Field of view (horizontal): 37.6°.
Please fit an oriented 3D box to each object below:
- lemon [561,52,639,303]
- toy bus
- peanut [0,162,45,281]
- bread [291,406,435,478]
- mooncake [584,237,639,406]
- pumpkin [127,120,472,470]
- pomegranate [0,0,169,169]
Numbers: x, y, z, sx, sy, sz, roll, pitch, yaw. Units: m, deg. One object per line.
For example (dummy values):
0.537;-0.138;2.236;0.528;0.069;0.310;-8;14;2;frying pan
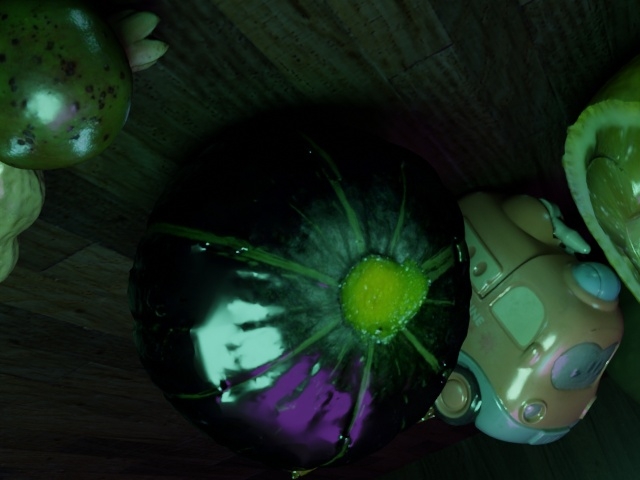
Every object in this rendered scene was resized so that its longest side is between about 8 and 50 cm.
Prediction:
0.441;-0.068;0.878;0.364;0.364;0.364;-18;157;-8;lemon
0.220;0.073;1.075;0.194;0.288;0.232;9;128;-46;toy bus
-0.247;-0.029;0.683;0.082;0.082;0.187;-4;152;-35;peanut
0.027;0.215;1.327;0.380;0.185;0.109;-30;149;21;bread
0.533;0.073;1.232;0.356;0.357;0.194;-11;155;-23;mooncake
-0.031;0.045;0.810;0.295;0.296;0.296;-18;157;-8;pumpkin
-0.153;-0.104;0.566;0.142;0.114;0.114;-33;170;-42;pomegranate
